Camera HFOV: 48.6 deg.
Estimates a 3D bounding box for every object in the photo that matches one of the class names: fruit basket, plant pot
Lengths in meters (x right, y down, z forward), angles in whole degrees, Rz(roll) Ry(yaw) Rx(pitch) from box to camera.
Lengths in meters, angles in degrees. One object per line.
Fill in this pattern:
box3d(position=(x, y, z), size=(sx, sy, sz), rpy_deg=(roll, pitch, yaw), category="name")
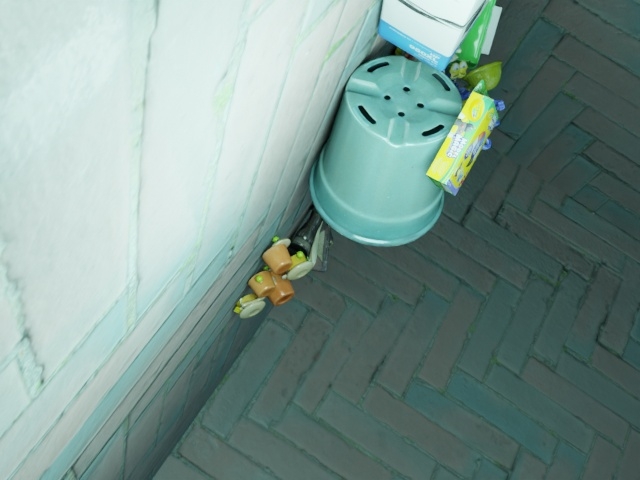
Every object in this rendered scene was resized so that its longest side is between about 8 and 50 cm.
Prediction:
box3d(position=(0.401, -0.625, 2.021), size=(0.353, 0.166, 0.326), rpy_deg=(-74, 177, -71), category="fruit basket")
box3d(position=(0.158, -0.214, 1.616), size=(0.341, 0.341, 0.334), rpy_deg=(-55, 168, -29), category="plant pot")

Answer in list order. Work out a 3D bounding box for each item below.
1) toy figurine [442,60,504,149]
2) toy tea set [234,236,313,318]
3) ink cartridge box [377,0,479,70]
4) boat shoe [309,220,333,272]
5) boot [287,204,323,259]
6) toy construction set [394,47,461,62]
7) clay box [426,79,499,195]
box3d(position=(0.374, -0.319, 1.824), size=(0.363, 0.217, 0.191), rpy_deg=(-22, 165, -41), category="toy figurine")
box3d(position=(-0.142, 0.087, 2.056), size=(0.200, 0.124, 0.336), rpy_deg=(-16, 153, -37), category="toy tea set")
box3d(position=(0.249, -0.508, 1.241), size=(0.285, 0.166, 0.395), rpy_deg=(-57, 176, -3), category="ink cartridge box")
box3d(position=(0.000, 0.000, 2.577), size=(0.103, 0.092, 0.285), rpy_deg=(-46, -155, 43), category="boat shoe")
box3d(position=(-0.024, -0.047, 2.415), size=(0.229, 0.091, 0.263), rpy_deg=(-61, -178, -17), category="boot")
box3d(position=(0.237, -0.462, 1.858), size=(0.328, 0.151, 0.215), rpy_deg=(-44, -172, 50), category="toy construction set")
box3d(position=(0.303, -0.209, 1.459), size=(0.222, 0.053, 0.127), rpy_deg=(-60, 160, 4), category="clay box")
